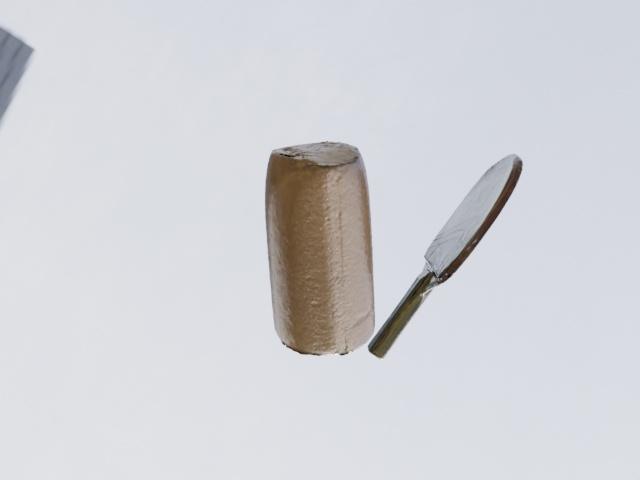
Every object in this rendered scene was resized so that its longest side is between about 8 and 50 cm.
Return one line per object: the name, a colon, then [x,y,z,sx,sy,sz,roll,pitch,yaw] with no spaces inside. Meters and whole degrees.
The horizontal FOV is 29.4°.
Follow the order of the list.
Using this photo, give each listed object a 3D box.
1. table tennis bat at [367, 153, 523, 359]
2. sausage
table tennis bat: [0.153,0.019,1.495,0.301,0.022,0.173,-54,-172,8]
sausage: [0.000,0.000,1.381,0.123,0.253,0.123,-1,-149,1]
